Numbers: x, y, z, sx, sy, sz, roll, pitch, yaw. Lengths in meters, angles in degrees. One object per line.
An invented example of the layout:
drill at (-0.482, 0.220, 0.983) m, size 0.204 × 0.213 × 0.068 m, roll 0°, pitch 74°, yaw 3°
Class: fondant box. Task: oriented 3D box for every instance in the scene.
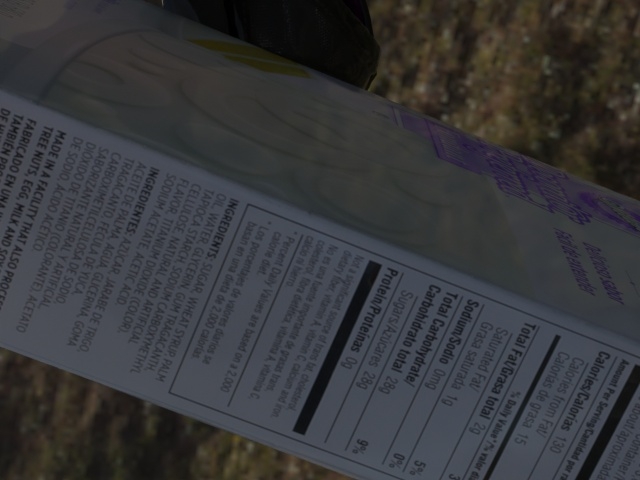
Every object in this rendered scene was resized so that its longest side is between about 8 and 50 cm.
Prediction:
fondant box at (0.000, 0.000, 0.656) m, size 0.238 × 0.330 × 0.096 m, roll -92°, pitch 25°, yaw -72°

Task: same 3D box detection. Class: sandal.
sandal at (-0.033, -0.155, 0.894) m, size 0.445 × 0.107 × 0.167 m, roll 71°, pitch -174°, yaw -47°
